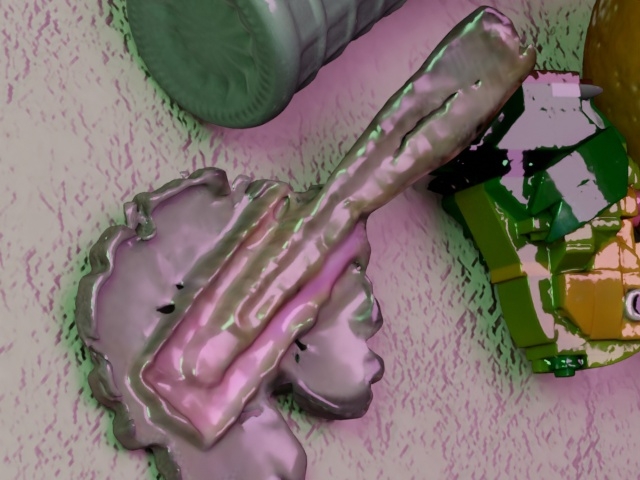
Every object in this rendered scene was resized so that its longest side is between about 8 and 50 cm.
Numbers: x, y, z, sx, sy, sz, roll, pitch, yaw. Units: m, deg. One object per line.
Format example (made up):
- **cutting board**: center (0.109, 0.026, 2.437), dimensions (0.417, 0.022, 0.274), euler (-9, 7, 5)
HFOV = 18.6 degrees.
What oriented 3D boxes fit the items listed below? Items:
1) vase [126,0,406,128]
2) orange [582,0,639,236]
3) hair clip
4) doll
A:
- **vase**: center (0.029, -0.174, 1.094), dimensions (0.299, 0.143, 0.143), euler (-39, 99, -38)
- **orange**: center (0.310, -0.060, 1.198), dimensions (0.310, 0.274, 0.274), euler (9, 60, 6)
- **hair clip**: center (-0.002, -0.001, 1.016), dimensions (0.173, 0.069, 0.300), euler (47, 74, -15)
- **doll**: center (0.127, -0.010, 1.124), dimensions (0.134, 0.106, 0.186), euler (-32, 95, -25)
